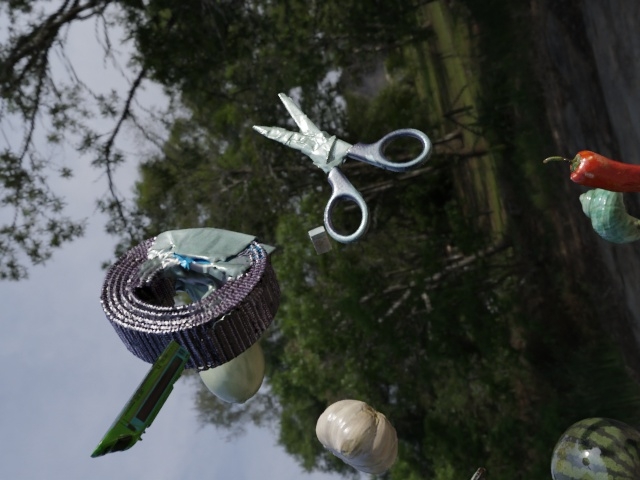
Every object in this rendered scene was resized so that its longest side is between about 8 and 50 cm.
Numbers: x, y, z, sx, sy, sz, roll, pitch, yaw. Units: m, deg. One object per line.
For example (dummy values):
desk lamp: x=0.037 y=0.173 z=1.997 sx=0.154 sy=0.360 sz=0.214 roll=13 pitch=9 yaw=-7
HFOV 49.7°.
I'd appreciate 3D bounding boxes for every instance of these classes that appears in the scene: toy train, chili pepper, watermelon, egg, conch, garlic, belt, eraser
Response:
toy train: x=-0.229 y=0.214 z=0.905 sx=0.042 sy=0.044 sz=0.209 roll=36 pitch=-150 yaw=-7
chili pepper: x=0.551 y=-0.125 z=1.291 sx=0.071 sy=0.272 sz=0.064 roll=103 pitch=175 yaw=-58
watermelon: x=0.581 y=0.466 z=1.405 sx=0.212 sy=0.212 sz=0.212 roll=-15 pitch=-90 yaw=-75
egg: x=-0.252 y=0.333 z=1.934 sx=0.186 sy=0.186 sz=0.253 roll=-17 pitch=-91 yaw=-75
conch: x=0.813 y=-0.074 z=1.919 sx=0.175 sy=0.122 sz=0.188 roll=-10 pitch=-115 yaw=-46
garlic: x=0.102 y=0.501 z=1.773 sx=0.152 sy=0.227 sz=0.228 roll=-59 pitch=-34 yaw=-17
belt: x=-0.220 y=0.089 z=1.162 sx=0.260 sy=0.324 sz=0.122 roll=-48 pitch=-47 yaw=-33
eraser: x=0.000 y=0.000 z=1.555 sx=0.083 sy=0.038 sz=0.019 roll=67 pitch=-177 yaw=-58

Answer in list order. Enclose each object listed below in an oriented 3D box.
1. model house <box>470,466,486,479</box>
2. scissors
model house: x=0.394 y=0.666 z=1.659 sx=0.106 sy=0.152 sz=0.166 roll=-30 pitch=-34 yaw=-41
scissors: x=0.014 y=-0.179 z=1.346 sx=0.383 sy=0.256 sz=0.029 roll=40 pitch=177 yaw=34
